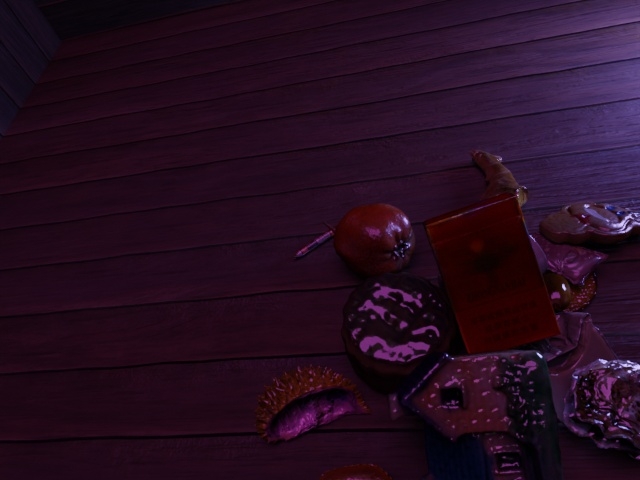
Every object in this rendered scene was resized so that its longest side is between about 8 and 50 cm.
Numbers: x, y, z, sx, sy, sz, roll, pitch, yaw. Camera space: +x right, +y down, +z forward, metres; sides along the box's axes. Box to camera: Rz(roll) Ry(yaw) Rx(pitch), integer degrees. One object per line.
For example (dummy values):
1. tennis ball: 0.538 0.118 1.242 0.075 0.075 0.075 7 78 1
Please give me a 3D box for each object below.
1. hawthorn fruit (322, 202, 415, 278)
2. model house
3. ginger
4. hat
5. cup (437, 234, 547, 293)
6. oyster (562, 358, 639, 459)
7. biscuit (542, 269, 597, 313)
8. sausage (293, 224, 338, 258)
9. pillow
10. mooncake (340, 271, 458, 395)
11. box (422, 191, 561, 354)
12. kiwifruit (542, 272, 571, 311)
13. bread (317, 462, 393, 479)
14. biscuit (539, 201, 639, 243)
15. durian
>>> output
1. hawthorn fruit: 0.123 -0.008 1.418 0.262 0.211 0.210 20 61 37
2. model house: 0.274 0.367 0.992 0.279 0.245 0.313 -4 82 4
3. ginger: 0.505 -0.172 1.512 0.131 0.086 0.295 -23 41 11
4. hat: 0.526 0.282 1.156 0.214 0.149 0.245 -23 86 -9
5. cup: 0.395 0.070 1.295 0.200 0.192 0.253 -42 31 -12
6. oyster: 0.630 0.339 1.035 0.267 0.112 0.199 15 63 8
7. biscuit: 0.620 0.102 1.290 0.125 0.025 0.206 0 54 18
8. sausage: 0.000 0.000 1.562 0.198 0.025 0.028 -34 66 -10
9. pillow: 0.599 0.043 1.297 0.118 0.043 0.185 -43 45 -19
10. mooncake: 0.190 0.214 1.248 0.290 0.161 0.291 -7 52 9
11. box: 0.364 0.076 1.115 0.197 0.314 0.089 -19 7 12
12. kiwifruit: 0.548 0.121 1.218 0.075 0.075 0.124 5 24 21
13. bread: 0.074 0.552 1.055 0.199 0.104 0.199 -8 53 11
14. biscuit: 0.729 -0.049 1.326 0.319 0.047 0.183 2 32 15
15. durian: -0.048 0.368 1.240 0.260 0.154 0.186 -25 25 -13
